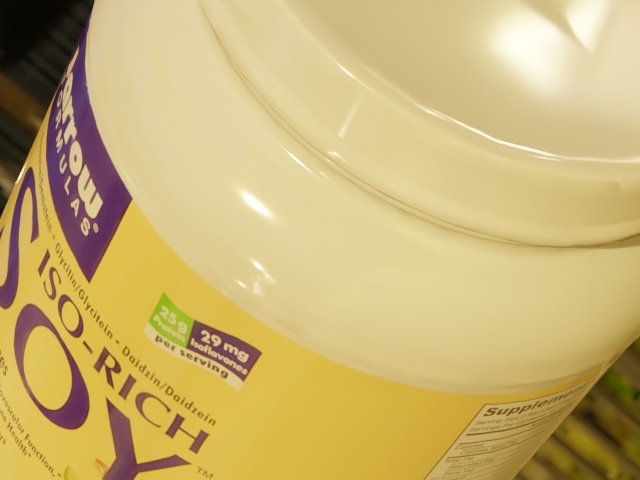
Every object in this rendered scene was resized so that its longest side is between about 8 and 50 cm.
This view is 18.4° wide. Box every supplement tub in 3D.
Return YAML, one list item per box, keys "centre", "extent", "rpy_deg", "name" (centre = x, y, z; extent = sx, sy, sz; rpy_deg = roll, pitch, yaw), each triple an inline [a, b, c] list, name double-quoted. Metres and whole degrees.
- centre: [0.000, 0.000, 0.785]
  extent: [0.331, 0.241, 0.241]
  rpy_deg: [-58, 1, 45]
  name: "supplement tub"
